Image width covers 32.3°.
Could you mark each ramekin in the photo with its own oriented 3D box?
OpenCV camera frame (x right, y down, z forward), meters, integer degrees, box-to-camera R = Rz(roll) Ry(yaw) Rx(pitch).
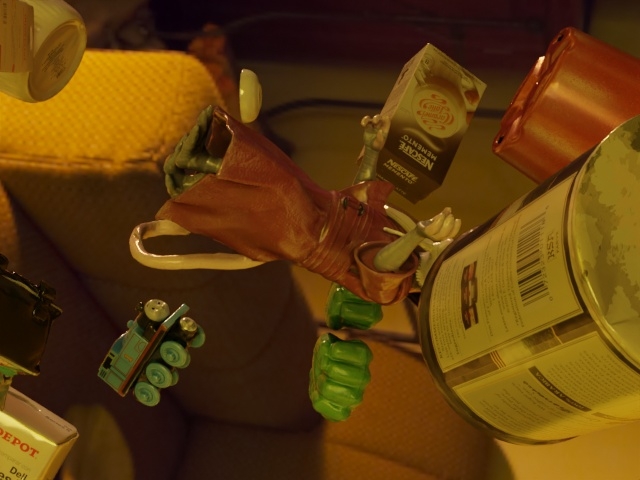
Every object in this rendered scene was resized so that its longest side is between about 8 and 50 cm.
[{"bbox_3d":[-0.501,-0.339,1.931,0.207,0.109,0.207,-57,169,-18],"label":"ramekin"}]

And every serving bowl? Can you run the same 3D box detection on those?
[{"bbox_3d":[-0.105,-0.221,1.697,0.083,0.027,0.083,1,90,-87],"label":"serving bowl"}]

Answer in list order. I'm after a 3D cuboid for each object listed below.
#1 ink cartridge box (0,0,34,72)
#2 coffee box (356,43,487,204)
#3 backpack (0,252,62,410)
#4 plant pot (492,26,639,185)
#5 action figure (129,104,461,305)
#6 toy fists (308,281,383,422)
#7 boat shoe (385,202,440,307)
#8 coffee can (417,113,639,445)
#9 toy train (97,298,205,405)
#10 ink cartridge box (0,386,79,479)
[{"bbox_3d":[-0.506,-0.320,1.718,0.198,0.067,0.115,-54,148,-82],"label":"ink cartridge box"},{"bbox_3d":[0.184,-0.210,1.988,0.098,0.141,0.246,-35,-154,59],"label":"coffee box"},{"bbox_3d":[-0.481,0.099,1.367,0.225,0.254,0.191,43,64,-53],"label":"backpack"},{"bbox_3d":[0.398,-0.142,1.514,0.272,0.265,0.272,-60,-176,6],"label":"plant pot"},{"bbox_3d":[0.000,0.000,1.215,0.275,0.370,0.248,-57,-167,19],"label":"action figure"},{"bbox_3d":[0.042,0.148,1.754,0.142,0.096,0.279,154,-50,-74],"label":"toy fists"},{"bbox_3d":[0.099,0.029,1.372,0.095,0.257,0.095,-37,130,-20],"label":"boat shoe"},{"bbox_3d":[0.217,0.042,0.844,0.275,0.202,0.201,136,-31,-67],"label":"coffee can"},{"bbox_3d":[-0.242,0.159,1.588,0.184,0.105,0.080,-55,177,37],"label":"toy train"},{"bbox_3d":[-0.517,0.354,1.629,0.272,0.198,0.115,-60,176,1],"label":"ink cartridge box"}]
